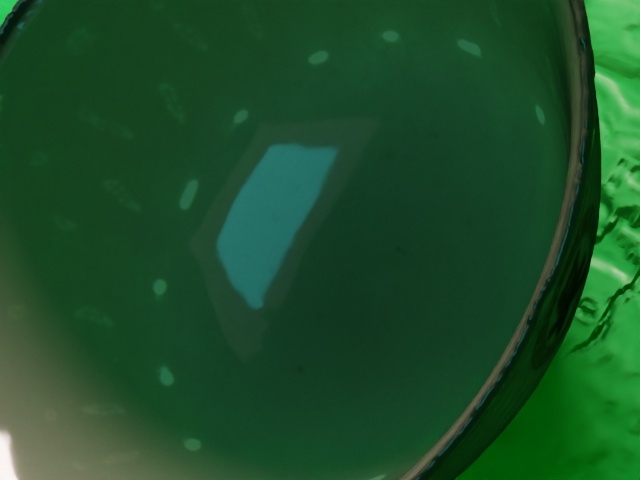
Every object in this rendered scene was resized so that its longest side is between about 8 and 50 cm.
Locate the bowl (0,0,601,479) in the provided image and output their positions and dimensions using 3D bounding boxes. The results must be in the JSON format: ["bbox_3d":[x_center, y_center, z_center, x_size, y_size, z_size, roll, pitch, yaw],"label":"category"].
[{"bbox_3d":[0.000,0.000,0.795,0.337,0.157,0.337,-16,62,32],"label":"bowl"}]
